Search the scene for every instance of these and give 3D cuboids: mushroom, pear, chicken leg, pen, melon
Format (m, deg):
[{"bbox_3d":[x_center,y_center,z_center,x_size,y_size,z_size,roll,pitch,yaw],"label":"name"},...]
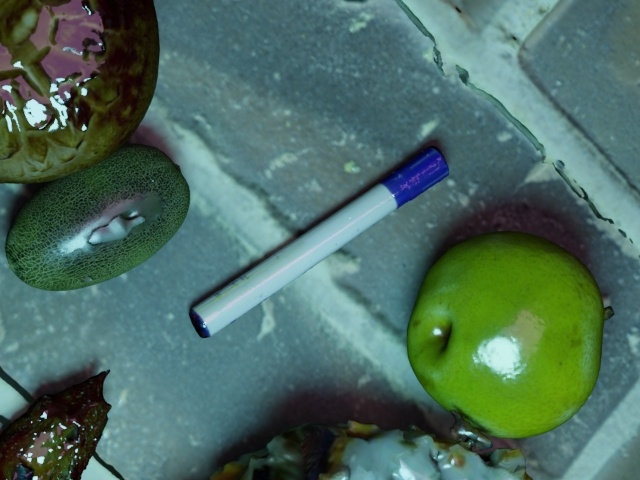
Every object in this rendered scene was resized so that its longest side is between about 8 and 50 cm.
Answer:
[{"bbox_3d":[-0.253,-0.186,1.378,0.278,0.163,0.297,-38,94,-16],"label":"mushroom"},{"bbox_3d":[0.180,0.083,1.539,0.216,0.166,0.180,4,76,-45],"label":"pear"},{"bbox_3d":[-0.230,0.218,1.440,0.105,0.063,0.233,6,88,-23],"label":"chicken leg"},{"bbox_3d":[0.000,0.000,1.532,0.269,0.033,0.033,-34,101,-16],"label":"pen"},{"bbox_3d":[-0.183,-0.017,1.438,0.162,0.099,0.099,-31,100,-12],"label":"melon"}]

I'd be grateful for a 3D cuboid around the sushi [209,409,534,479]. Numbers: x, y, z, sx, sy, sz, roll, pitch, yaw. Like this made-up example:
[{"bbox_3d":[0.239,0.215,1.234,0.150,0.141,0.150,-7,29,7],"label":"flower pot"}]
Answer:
[{"bbox_3d":[0.047,0.340,1.459,0.418,0.176,0.417,9,70,-26],"label":"sushi"}]
